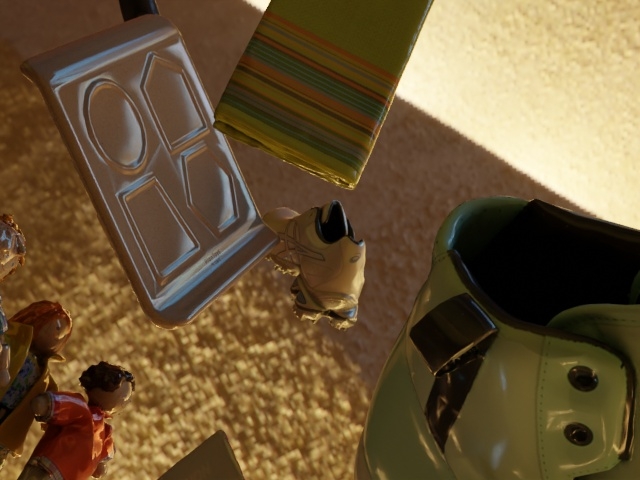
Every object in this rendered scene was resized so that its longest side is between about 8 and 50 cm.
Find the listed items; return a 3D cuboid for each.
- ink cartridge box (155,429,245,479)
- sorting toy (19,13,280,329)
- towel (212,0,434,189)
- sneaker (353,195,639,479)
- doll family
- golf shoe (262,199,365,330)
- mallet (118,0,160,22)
[{"bbox_3d":[-0.050,0.357,0.777,0.308,0.091,0.385,-42,-115,27],"label":"ink cartridge box"},{"bbox_3d":[-0.121,-0.055,0.907,0.038,0.208,0.193,-23,-170,27],"label":"sorting toy"},{"bbox_3d":[0.017,-0.149,0.833,0.102,0.021,0.237,27,-117,-7],"label":"towel"},{"bbox_3d":[0.112,0.092,0.345,0.256,0.151,0.094,38,-127,27],"label":"sneaker"},{"bbox_3d":[-0.214,0.073,0.762,0.118,0.263,0.163,13,-119,25],"label":"doll family"},{"bbox_3d":[0.000,0.000,1.031,0.069,0.086,0.176,12,-159,-26],"label":"golf shoe"},{"bbox_3d":[-0.179,-0.219,1.245,0.039,0.062,0.190,-16,-164,-4],"label":"mallet"}]
